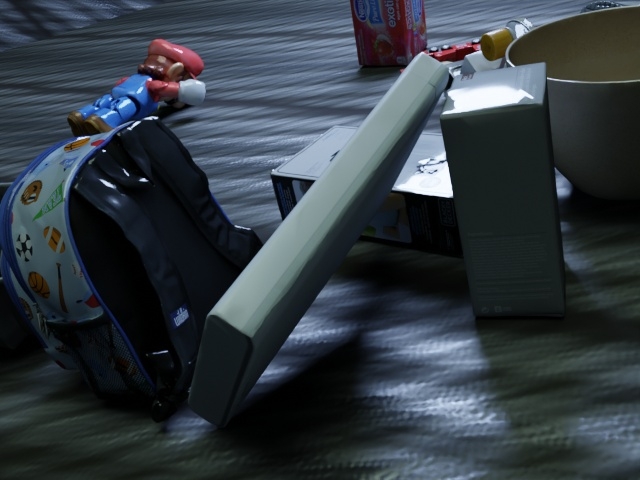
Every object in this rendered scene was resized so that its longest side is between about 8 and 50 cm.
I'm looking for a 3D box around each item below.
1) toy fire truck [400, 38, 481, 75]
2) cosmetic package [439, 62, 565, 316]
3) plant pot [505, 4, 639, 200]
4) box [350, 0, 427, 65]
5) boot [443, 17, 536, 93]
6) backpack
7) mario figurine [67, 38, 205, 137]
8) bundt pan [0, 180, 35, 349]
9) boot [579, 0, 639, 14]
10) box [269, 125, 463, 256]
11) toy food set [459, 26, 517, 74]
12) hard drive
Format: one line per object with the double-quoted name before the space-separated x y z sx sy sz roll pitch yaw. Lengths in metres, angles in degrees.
"toy fire truck" 0.250 -0.342 1.420 0.192 0.047 0.135 -9 30 5
"cosmetic package" 0.195 -0.050 0.752 0.107 0.238 0.127 -2 32 19
"plant pot" 0.388 -0.163 0.915 0.284 0.190 0.284 -11 29 6
"box" 0.143 -0.516 1.549 0.123 0.256 0.128 8 36 29
"boot" 0.315 -0.334 1.351 0.209 0.076 0.189 -21 40 -2
"backpack" -0.211 0.010 0.789 0.213 0.263 0.276 -5 31 22
"mario figurine" -0.366 -0.292 1.553 0.198 0.170 0.320 39 62 11
"bundt pan" -0.421 0.037 0.969 0.331 0.124 0.331 -11 29 6
"boot" 0.633 -0.418 1.383 0.161 0.083 0.246 -8 15 -27
"box" 0.097 -0.078 0.992 0.290 0.087 0.169 11 38 35
"toy food set" 0.281 -0.224 1.088 0.105 0.232 0.111 -22 64 -14
"hard drive" 0.000 0.000 0.710 0.047 0.233 0.353 33 57 6
